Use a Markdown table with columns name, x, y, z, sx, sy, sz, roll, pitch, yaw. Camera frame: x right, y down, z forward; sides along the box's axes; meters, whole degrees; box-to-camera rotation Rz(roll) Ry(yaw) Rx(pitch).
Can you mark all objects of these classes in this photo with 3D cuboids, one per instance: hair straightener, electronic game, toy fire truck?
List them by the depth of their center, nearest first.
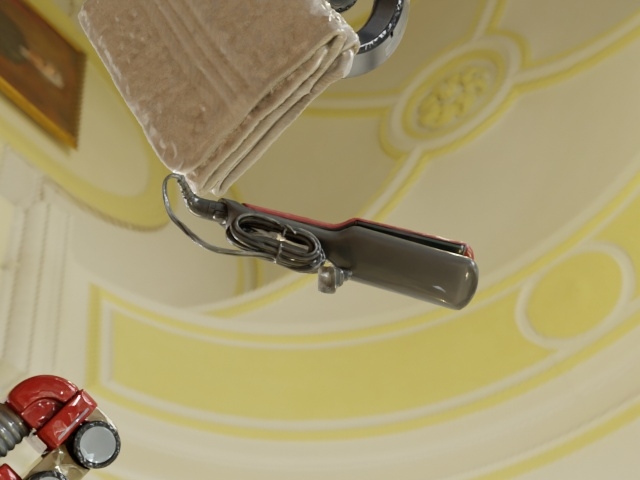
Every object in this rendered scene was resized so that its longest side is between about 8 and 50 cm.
| name | x | y | z | sx | sy | sz | roll | pitch | yaw |
| --- | --- | --- | --- | --- | --- | --- | --- | --- | --- |
| hair straightener | 0.000 | 0.000 | 0.673 | 0.089 | 0.231 | 0.047 | -86 | -164 | -74 |
| electronic game | 0.003 | -0.286 | 1.057 | 0.048 | 0.229 | 0.229 | -13 | -137 | 57 |
| toy fire truck | -0.399 | 0.232 | 1.162 | 0.217 | 0.246 | 0.158 | -46 | -171 | -29 |

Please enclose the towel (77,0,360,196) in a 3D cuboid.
| name | x | y | z | sx | sy | sz | roll | pitch | yaw |
| --- | --- | --- | --- | --- | --- | --- | --- | --- | --- |
| towel | -0.096 | -0.179 | 0.832 | 0.187 | 0.049 | 0.282 | -43 | -126 | 13 |
